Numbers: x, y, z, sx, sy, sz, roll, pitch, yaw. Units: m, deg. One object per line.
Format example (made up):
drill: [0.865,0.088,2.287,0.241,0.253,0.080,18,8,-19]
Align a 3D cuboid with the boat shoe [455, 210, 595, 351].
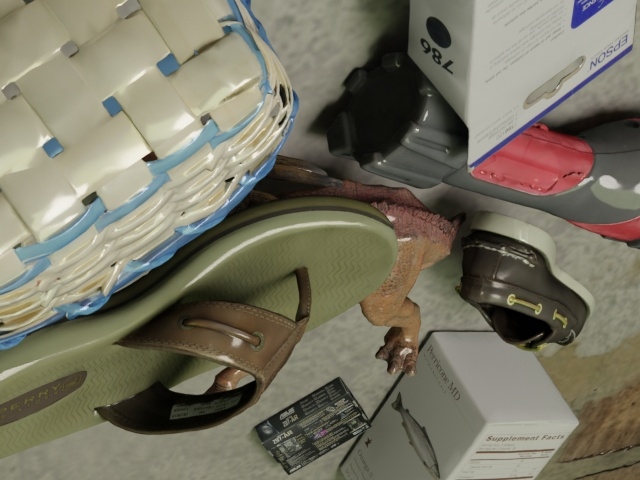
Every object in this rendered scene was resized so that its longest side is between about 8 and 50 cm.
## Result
boat shoe: [0.153,0.046,1.243,0.228,0.081,0.068,43,65,-61]

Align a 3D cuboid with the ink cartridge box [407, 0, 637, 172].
ink cartridge box: [0.128,-0.199,0.945,0.165,0.065,0.332,-37,150,-23]

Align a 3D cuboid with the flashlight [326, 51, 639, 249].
flashlight: [0.156,-0.063,1.139,0.304,0.103,0.103,14,99,-41]

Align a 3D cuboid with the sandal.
sandal: [-0.080,0.070,0.916,0.303,0.086,0.120,-26,147,-24]

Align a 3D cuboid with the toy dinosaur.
toy dinosaur: [0.000,0.000,1.081,0.296,0.127,0.200,-8,139,-24]

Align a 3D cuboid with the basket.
basket: [-0.136,-0.072,0.839,0.255,0.201,0.289,-36,178,-9]

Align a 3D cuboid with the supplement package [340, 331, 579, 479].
supplement package: [0.114,0.174,1.374,0.105,0.105,0.179,3,131,-35]

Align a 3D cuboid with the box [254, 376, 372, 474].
box: [-0.005,0.155,1.346,0.083,0.018,0.067,-31,142,2]
